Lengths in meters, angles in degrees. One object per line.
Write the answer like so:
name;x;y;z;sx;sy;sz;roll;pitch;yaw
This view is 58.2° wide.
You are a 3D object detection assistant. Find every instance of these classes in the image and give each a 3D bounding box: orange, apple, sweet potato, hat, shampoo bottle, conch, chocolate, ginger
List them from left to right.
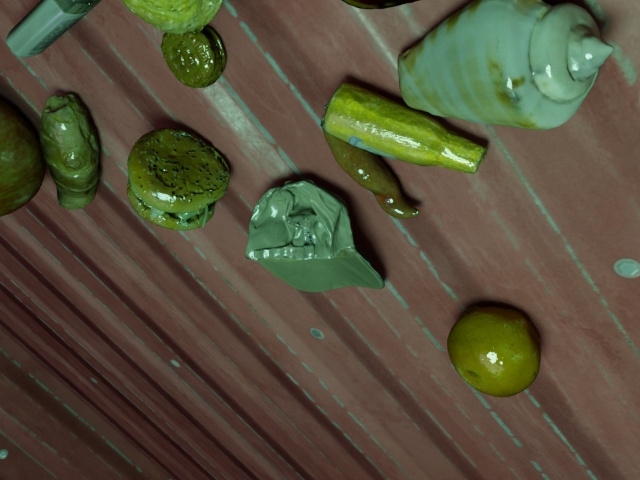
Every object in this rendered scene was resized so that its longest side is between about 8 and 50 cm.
apple;-0.758;-0.176;1.229;0.310;0.250;0.277;7;134;33
shampoo bottle;-0.429;-0.366;0.931;0.228;0.086;0.055;-10;124;42
ginger;-0.504;-0.170;1.164;0.117;0.109;0.263;28;141;5
hat;0.000;0.000;1.016;0.214;0.149;0.245;-4;163;28
sweet potato;0.070;-0.104;0.864;0.202;0.058;0.055;47;141;-11
chocolate;0.115;-0.146;0.778;0.220;0.085;0.085;22;139;13
conch;0.189;-0.185;0.644;0.255;0.127;0.158;-11;123;42
orange;0.288;0.179;0.947;0.155;0.134;0.154;43;157;24

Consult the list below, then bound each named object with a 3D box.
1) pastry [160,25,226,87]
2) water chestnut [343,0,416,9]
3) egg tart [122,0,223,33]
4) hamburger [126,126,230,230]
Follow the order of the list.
pastry;-0.192;-0.282;0.875;0.109;0.057;0.097;-26;106;45
water chestnut;0.073;-0.368;0.435;0.335;0.335;0.346;-11;81;42
egg tart;-0.200;-0.379;0.755;0.213;0.090;0.212;21;138;20
hamburger;-0.243;-0.105;1.005;0.185;0.177;0.113;57;137;17
